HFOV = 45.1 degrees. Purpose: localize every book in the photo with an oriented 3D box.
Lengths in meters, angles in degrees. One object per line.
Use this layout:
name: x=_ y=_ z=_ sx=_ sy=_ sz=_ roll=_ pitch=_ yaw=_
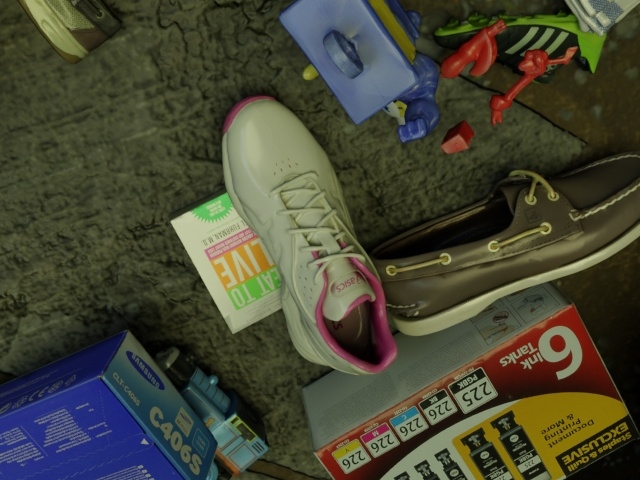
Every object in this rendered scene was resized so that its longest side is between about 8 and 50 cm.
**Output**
book: x=-0.085 y=0.015 z=0.826 sx=0.096 sy=0.035 sz=0.144 roll=-27 pitch=111 yaw=-3

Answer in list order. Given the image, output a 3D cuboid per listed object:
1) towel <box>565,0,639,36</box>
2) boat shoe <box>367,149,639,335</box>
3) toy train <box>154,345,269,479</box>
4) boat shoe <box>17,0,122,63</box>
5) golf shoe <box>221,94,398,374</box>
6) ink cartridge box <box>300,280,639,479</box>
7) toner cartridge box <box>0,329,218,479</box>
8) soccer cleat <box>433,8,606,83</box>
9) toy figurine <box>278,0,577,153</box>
towel: x=0.308 y=-0.357 z=0.713 sx=0.285 sy=0.034 sz=0.209 roll=-38 pitch=100 yaw=2
boat shoe: x=0.205 y=-0.014 z=0.809 sx=0.324 sy=0.116 sz=0.096 roll=-27 pitch=115 yaw=9
toy train: x=-0.145 y=0.196 z=0.863 sx=0.105 sy=0.080 sz=0.184 roll=-41 pitch=107 yaw=0
boat shoe: x=-0.257 y=-0.265 z=0.672 sx=0.073 sy=0.080 sz=0.223 roll=-32 pitch=118 yaw=-3
golf shoe: x=0.000 y=0.000 z=0.761 sx=0.115 sy=0.140 sz=0.306 roll=-29 pitch=110 yaw=-16
ink cartridge box: x=0.182 y=0.221 z=0.886 sx=0.309 sy=0.130 sz=0.272 roll=-32 pitch=113 yaw=5
toner cartridge box: x=-0.297 y=0.230 z=0.803 sx=0.348 sy=0.075 sz=0.165 roll=-23 pitch=115 yaw=20
soccer cleat: x=0.200 y=-0.192 z=0.768 sx=0.179 sy=0.060 sz=0.072 roll=-4 pitch=113 yaw=-9
toy figurine: x=0.043 y=-0.209 z=0.625 sx=0.191 sy=0.217 sz=0.362 roll=-27 pitch=107 yaw=30
